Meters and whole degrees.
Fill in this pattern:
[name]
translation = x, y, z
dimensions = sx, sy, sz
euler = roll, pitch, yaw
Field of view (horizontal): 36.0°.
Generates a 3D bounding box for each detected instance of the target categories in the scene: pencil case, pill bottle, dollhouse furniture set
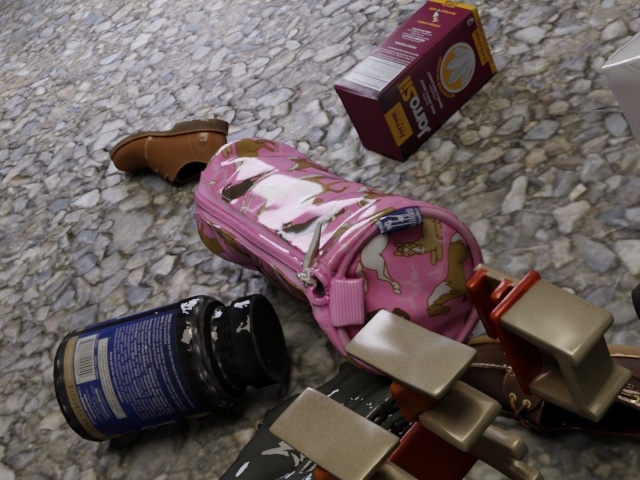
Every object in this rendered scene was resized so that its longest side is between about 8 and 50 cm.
[pencil case]
translation = 0.000, 0.000, 0.990
dimensions = 0.160, 0.167, 0.386
euler = -42, 28, -9
[pill bottle]
translation = -0.152, 0.126, 1.015
dimensions = 0.219, 0.123, 0.123
euler = -16, 41, 16
[dollhouse furniture set]
translation = 0.101, 0.146, 0.737
dimensions = 0.259, 0.262, 0.135
euler = -45, 39, -20

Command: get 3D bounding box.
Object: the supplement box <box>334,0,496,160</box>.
[supplement box]
translation = 0.121, -0.203, 1.227
dimensions = 0.188, 0.104, 0.081
euler = -44, 42, -18

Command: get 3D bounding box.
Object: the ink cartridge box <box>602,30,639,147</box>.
[ink cartridge box]
translation = 0.483, -0.178, 0.803
dimensions = 0.285, 0.166, 0.395
euler = -36, 15, -25

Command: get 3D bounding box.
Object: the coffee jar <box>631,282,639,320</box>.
[coffee jar]
translation = 0.342, 0.082, 0.805
dimensions = 0.096, 0.079, 0.184
euler = -32, 40, -1

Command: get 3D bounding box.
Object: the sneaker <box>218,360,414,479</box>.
[sneaker]
translation = -0.030, 0.213, 0.882
dimensions = 0.286, 0.109, 0.130
euler = -33, 29, -17

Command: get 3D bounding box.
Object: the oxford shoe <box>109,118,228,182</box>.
[oxford shoe]
translation = -0.215, -0.113, 1.363
dimensions = 0.212, 0.076, 0.076
euler = -8, 82, 38

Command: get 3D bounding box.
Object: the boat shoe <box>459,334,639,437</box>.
[boat shoe]
translation = 0.196, 0.128, 0.846
dimensions = 0.207, 0.073, 0.073
euler = -2, 43, 29
